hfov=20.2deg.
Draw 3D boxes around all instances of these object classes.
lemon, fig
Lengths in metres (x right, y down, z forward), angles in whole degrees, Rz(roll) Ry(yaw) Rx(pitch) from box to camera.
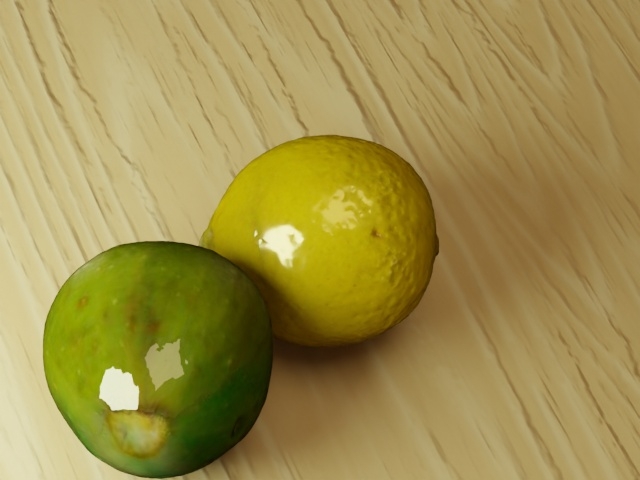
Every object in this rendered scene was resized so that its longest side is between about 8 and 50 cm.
[{"bbox_3d":[0.000,0.000,1.485,0.203,0.178,0.178,-1,54,-10],"label":"lemon"},{"bbox_3d":[-0.127,0.096,1.381,0.181,0.181,0.191,10,24,-4],"label":"fig"}]
